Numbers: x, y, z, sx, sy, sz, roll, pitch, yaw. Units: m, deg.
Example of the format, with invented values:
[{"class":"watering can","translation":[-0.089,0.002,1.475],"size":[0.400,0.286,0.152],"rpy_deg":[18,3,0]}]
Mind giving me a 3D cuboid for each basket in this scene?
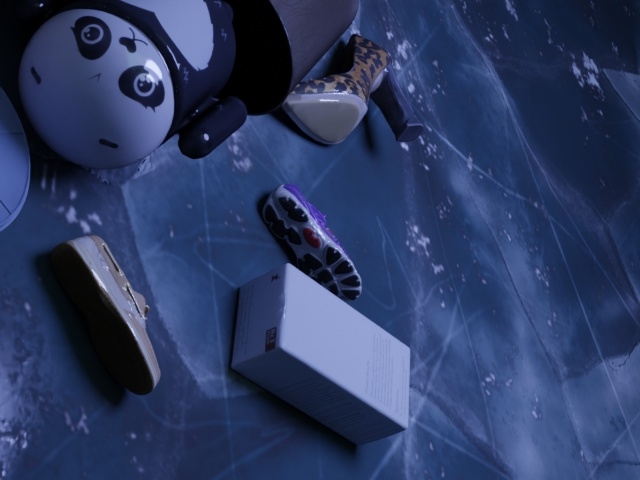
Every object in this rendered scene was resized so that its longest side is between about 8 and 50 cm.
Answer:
[{"class":"basket","translation":[-0.058,-0.281,1.632],"size":[0.204,0.154,0.227],"rpy_deg":[55,36,-4]}]

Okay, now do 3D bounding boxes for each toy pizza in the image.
[{"class":"toy pizza","translation":[-0.351,-0.092,1.222],"size":[0.201,0.032,0.201],"rpy_deg":[33,46,-42]}]

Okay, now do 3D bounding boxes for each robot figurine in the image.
[{"class":"robot figurine","translation":[-0.192,-0.188,1.375],"size":[0.278,0.209,0.174],"rpy_deg":[-53,143,-54]}]

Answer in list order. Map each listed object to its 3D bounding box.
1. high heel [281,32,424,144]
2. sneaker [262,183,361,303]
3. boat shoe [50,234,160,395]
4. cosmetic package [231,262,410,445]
[{"class":"high heel","translation":[0.010,-0.222,1.796],"size":[0.261,0.093,0.186],"rpy_deg":[5,48,-44]},{"class":"sneaker","translation":[0.000,0.000,1.634],"size":[0.170,0.068,0.071],"rpy_deg":[58,28,-12]},{"class":"boat shoe","translation":[-0.198,0.069,1.310],"size":[0.059,0.063,0.170],"rpy_deg":[-33,97,-51]},{"class":"cosmetic package","translation":[0.005,0.136,1.539],"size":[0.231,0.085,0.117],"rpy_deg":[36,43,-35]}]
